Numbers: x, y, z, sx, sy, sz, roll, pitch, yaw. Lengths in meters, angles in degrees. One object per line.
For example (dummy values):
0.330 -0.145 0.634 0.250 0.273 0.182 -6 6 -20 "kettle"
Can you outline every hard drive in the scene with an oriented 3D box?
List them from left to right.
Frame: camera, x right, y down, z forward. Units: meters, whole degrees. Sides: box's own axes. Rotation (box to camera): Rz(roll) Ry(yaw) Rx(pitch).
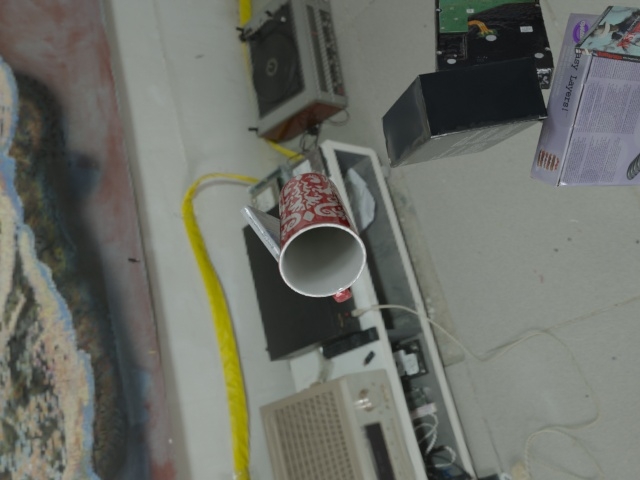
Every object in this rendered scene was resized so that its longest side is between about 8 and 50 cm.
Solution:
0.370 -0.449 1.375 0.064 0.237 0.339 81 -167 -49 "hard drive"

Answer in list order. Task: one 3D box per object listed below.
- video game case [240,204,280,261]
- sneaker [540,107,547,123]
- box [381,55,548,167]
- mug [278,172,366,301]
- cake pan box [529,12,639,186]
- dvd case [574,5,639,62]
-0.052 0.014 0.990 0.019 0.157 0.143 -41 72 8 "video game case"
0.670 -0.362 1.692 0.222 0.083 0.118 -133 53 -58 "sneaker"
0.220 -0.201 1.027 0.261 0.184 0.103 157 100 -82 "box"
-0.009 -0.002 0.873 0.169 0.113 0.150 -103 17 -57 "mug"
0.466 -0.217 0.977 0.070 0.246 0.267 37 127 53 "cake pan box"
0.384 -0.248 0.753 0.087 0.013 0.119 -48 45 -15 "dvd case"
